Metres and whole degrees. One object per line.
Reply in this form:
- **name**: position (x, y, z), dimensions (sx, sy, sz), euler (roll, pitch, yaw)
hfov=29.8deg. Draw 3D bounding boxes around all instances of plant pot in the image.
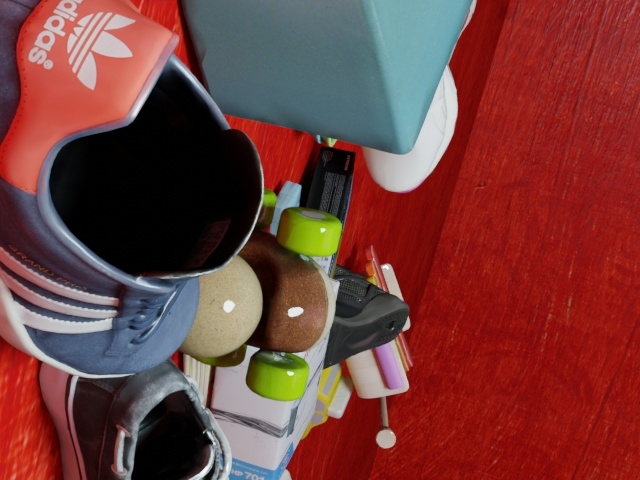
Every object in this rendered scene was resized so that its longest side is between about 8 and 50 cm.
- **plant pot**: position (0.000, -0.205, 0.829), dimensions (0.234, 0.166, 0.165), euler (72, 37, -59)

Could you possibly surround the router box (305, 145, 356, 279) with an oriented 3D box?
- **router box**: position (0.000, 0.000, 1.385), dimensions (0.133, 0.046, 0.178), euler (95, 8, -66)

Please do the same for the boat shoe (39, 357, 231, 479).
- **boat shoe**: position (-0.120, 0.161, 0.890), dimensions (0.113, 0.105, 0.306), euler (-39, 153, -28)

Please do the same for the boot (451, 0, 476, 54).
- **boot**: position (0.141, -0.261, 1.651), dimensions (0.244, 0.088, 0.176), euler (99, 15, -56)

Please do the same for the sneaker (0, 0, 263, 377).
- **sneaker**: position (-0.093, -0.004, 0.609), dimensions (0.350, 0.148, 0.131), euler (69, 42, -63)

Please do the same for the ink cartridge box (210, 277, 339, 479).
- **ink cartridge box**: position (-0.051, 0.137, 1.200), dimensions (0.139, 0.082, 0.190), euler (-59, 165, -51)

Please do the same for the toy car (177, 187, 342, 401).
- **toy car**: position (-0.095, 0.043, 0.954), dimensions (0.188, 0.149, 0.155), euler (-3, 110, -48)

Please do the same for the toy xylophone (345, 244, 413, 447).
- **toy xylophone**: position (0.088, 0.157, 1.784), dimensions (0.322, 0.081, 0.236), euler (-84, 155, -69)

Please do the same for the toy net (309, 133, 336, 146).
- **toy net**: position (0.022, -0.215, 1.219), dimensions (0.122, 0.045, 0.232), euler (-57, 162, -52)

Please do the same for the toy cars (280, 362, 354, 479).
- **toy cars**: position (-0.031, 0.310, 1.724), dimensions (0.176, 0.087, 0.393), euler (-20, 128, -76)

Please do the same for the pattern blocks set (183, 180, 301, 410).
- **pattern blocks set**: position (-0.094, 0.096, 1.203), dimensions (0.325, 0.026, 0.285), euler (-57, 162, -54)

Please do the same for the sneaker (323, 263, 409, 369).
- **sneaker**: position (-0.004, 0.094, 1.545), dimensions (0.228, 0.130, 0.087), euler (-16, 130, -44)

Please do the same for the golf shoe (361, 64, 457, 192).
- **golf shoe**: position (0.074, -0.175, 1.202), dimensions (0.140, 0.115, 0.306), euler (-39, 142, -49)
